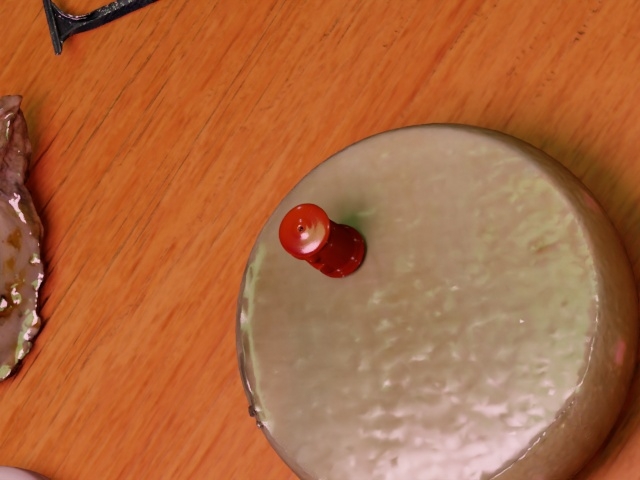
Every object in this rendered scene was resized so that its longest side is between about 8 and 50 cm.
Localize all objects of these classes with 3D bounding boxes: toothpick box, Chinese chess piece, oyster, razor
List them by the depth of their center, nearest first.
[{"bbox_3d":[0.000,0.000,1.640,0.047,0.083,0.047,-6,75,22],"label":"toothpick box"},{"bbox_3d":[0.100,0.074,1.708,0.349,0.146,0.349,-6,74,21],"label":"Chinese chess piece"},{"bbox_3d":[-0.376,0.057,1.937,0.396,0.111,0.204,-43,104,-2],"label":"oyster"},{"bbox_3d":[-0.181,-0.243,1.978,0.190,0.033,0.066,-21,69,11],"label":"razor"}]

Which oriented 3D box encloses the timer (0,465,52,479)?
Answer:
[{"bbox_3d":[-0.305,0.354,1.843,0.237,0.087,0.262,-30,67,15],"label":"timer"}]
